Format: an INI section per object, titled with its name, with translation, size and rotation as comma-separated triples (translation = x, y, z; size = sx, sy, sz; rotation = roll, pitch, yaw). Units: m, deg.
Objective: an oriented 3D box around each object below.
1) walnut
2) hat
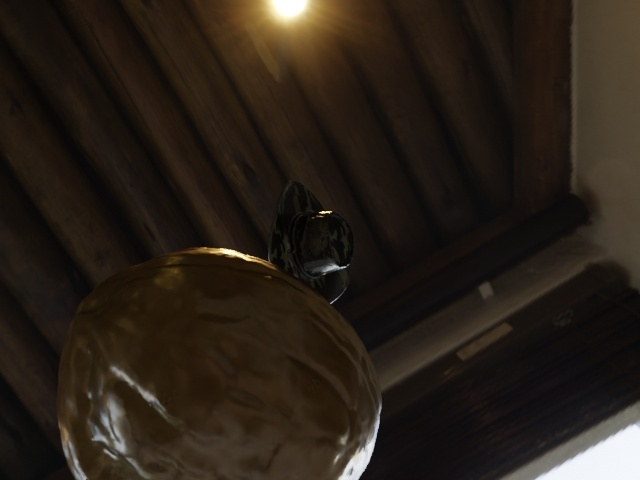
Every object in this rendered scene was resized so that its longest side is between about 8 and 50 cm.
[walnut]
translation = -0.072, 0.108, 0.524
size = 0.228, 0.228, 0.227
rotation = -5, -68, -14
[hat]
translation = 0.000, 0.000, 0.705
size = 0.050, 0.121, 0.121
rotation = -13, -57, 37
